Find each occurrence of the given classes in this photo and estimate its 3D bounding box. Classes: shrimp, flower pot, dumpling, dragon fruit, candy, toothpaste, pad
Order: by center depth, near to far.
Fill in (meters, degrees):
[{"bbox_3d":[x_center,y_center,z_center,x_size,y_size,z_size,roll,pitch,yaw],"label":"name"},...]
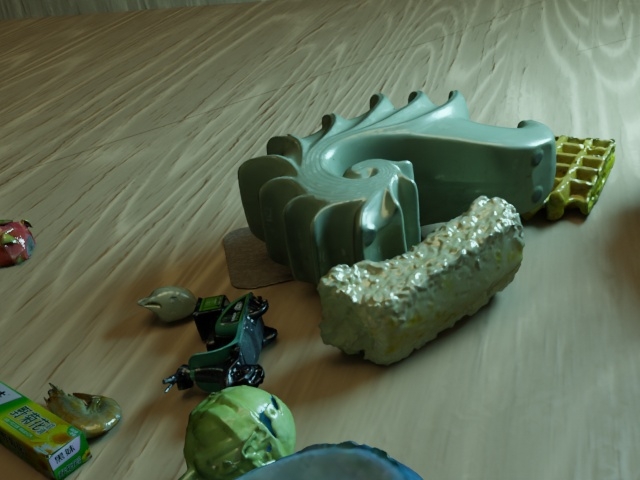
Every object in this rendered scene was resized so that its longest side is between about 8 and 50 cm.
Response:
[{"bbox_3d":[-0.150,0.235,0.573,0.335,0.093,0.092,-36,25,-30],"label":"candy"},{"bbox_3d":[-0.299,0.183,0.735,0.178,0.037,0.043,16,38,36],"label":"toothpaste"},{"bbox_3d":[-0.243,0.171,0.761,0.059,0.023,0.108,-17,28,-36],"label":"shrimp"},{"bbox_3d":[-0.182,0.075,0.901,0.077,0.043,0.059,-17,8,-10],"label":"dumpling"},{"bbox_3d":[0.097,-0.076,0.954,0.367,0.164,0.254,-28,38,-23],"label":"flower pot"},{"bbox_3d":[0.000,0.000,1.028,0.266,0.002,0.176,-12,28,-7],"label":"pad"},{"bbox_3d":[-0.459,-0.005,1.096,0.056,0.060,0.083,-12,27,-1],"label":"dragon fruit"}]

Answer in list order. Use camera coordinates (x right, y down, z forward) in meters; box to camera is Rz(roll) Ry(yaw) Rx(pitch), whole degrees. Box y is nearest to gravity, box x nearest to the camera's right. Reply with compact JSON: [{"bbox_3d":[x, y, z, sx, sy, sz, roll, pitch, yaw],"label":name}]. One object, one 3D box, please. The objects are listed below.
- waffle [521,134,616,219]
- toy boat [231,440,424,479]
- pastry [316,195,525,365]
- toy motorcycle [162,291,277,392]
[{"bbox_3d":[0.319,-0.092,1.060,0.160,0.055,0.211,11,35,30],"label":"waffle"},{"bbox_3d":[-0.044,0.274,0.460,0.330,0.123,0.215,-40,33,-28],"label":"toy boat"},{"bbox_3d":[0.116,0.043,0.798,0.258,0.121,0.089,-25,28,-27],"label":"pastry"},{"bbox_3d":[-0.101,0.115,0.791,0.100,0.058,0.173,-11,26,9],"label":"toy motorcycle"}]
